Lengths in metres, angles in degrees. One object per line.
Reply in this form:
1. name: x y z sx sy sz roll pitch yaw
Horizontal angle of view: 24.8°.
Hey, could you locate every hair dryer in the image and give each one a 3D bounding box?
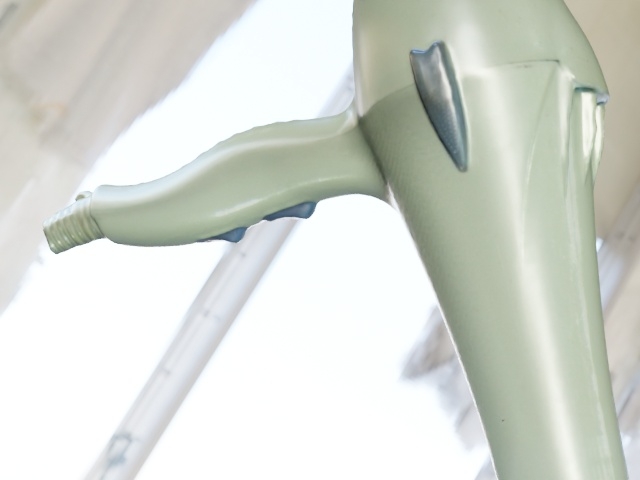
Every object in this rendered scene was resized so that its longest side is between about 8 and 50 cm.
1. hair dryer: 0.032 0.018 0.707 0.296 0.298 0.119 59 18 21
